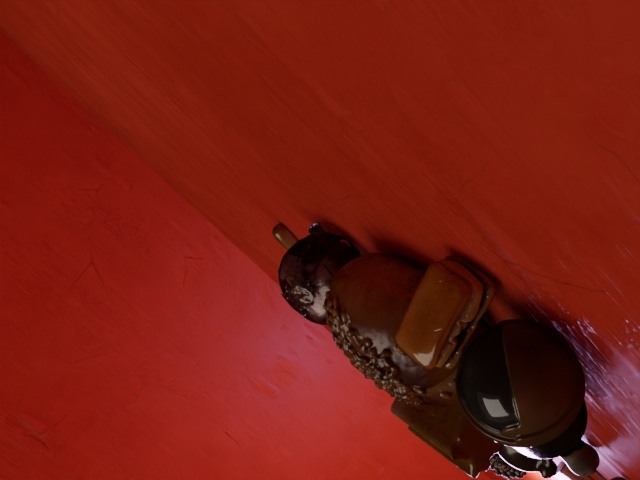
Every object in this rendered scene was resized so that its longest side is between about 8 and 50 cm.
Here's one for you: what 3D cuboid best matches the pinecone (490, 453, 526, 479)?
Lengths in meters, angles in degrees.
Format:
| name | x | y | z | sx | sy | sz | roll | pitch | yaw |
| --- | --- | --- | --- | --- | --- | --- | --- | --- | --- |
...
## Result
| name | x | y | z | sx | sy | sz | roll | pitch | yaw |
| --- | --- | --- | --- | --- | --- | --- | --- | --- | --- |
| pinecone | 0.609 | 0.675 | 2.037 | 0.173 | 0.174 | 0.173 | 39 | 169 | 9 |

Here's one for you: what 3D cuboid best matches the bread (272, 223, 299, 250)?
| name | x | y | z | sx | sy | sz | roll | pitch | yaw |
| --- | --- | --- | --- | --- | --- | --- | --- | --- | --- |
| bread | -0.113 | -0.006 | 2.061 | 0.103 | 0.049 | 0.062 | 49 | 166 | -29 |

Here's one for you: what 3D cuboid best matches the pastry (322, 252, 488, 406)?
| name | x | y | z | sx | sy | sz | roll | pitch | yaw |
| --- | --- | --- | --- | --- | --- | --- | --- | --- | --- |
| pastry | 0.183 | 0.208 | 1.392 | 0.409 | 0.245 | 0.409 | 39 | 171 | 7 |

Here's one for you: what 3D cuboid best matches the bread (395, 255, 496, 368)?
| name | x | y | z | sx | sy | sz | roll | pitch | yaw |
| --- | --- | --- | --- | --- | --- | --- | --- | --- | --- |
| bread | 0.216 | 0.129 | 1.127 | 0.077 | 0.200 | 0.116 | 1 | -150 | -43 |

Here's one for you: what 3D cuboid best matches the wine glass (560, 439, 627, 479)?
| name | x | y | z | sx | sy | sz | roll | pitch | yaw |
| --- | --- | --- | --- | --- | --- | --- | --- | --- | --- |
| wine glass | 0.661 | 0.554 | 1.556 | 0.195 | 0.079 | 0.079 | 42 | 169 | -12 |

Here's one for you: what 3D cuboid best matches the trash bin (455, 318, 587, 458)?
| name | x | y | z | sx | sy | sz | roll | pitch | yaw |
| --- | --- | --- | --- | --- | --- | --- | --- | --- | --- |
| trash bin | 0.359 | 0.265 | 1.130 | 0.214 | 0.214 | 0.334 | 33 | 172 | 36 |

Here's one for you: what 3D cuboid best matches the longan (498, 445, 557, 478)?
| name | x | y | z | sx | sy | sz | roll | pitch | yaw |
| --- | --- | --- | --- | --- | --- | --- | --- | --- | --- |
| longan | 0.500 | 0.474 | 1.540 | 0.185 | 0.159 | 0.204 | 84 | 163 | -51 |

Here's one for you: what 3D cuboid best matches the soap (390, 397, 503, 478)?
| name | x | y | z | sx | sy | sz | roll | pitch | yaw |
| --- | --- | --- | --- | --- | --- | --- | --- | --- | --- |
| soap | 0.335 | 0.389 | 1.541 | 0.143 | 0.259 | 0.281 | 41 | 168 | -22 |

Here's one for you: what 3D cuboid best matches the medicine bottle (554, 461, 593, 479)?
| name | x | y | z | sx | sy | sz | roll | pitch | yaw |
| --- | --- | --- | --- | --- | --- | --- | --- | --- | --- |
| medicine bottle | 0.802 | 0.751 | 1.916 | 0.201 | 0.052 | 0.171 | 37 | 168 | 23 |

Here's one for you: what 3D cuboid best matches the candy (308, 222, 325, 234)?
| name | x | y | z | sx | sy | sz | roll | pitch | yaw |
| --- | --- | --- | --- | --- | --- | --- | --- | --- | --- |
| candy | 0.000 | 0.000 | 1.718 | 0.043 | 0.045 | 0.175 | 21 | 162 | 24 |

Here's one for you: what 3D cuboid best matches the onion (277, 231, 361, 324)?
| name | x | y | z | sx | sy | sz | roll | pitch | yaw |
| --- | --- | --- | --- | --- | --- | --- | --- | --- | --- |
| onion | 0.016 | 0.089 | 1.634 | 0.252 | 0.219 | 0.252 | 14 | 123 | 24 |
